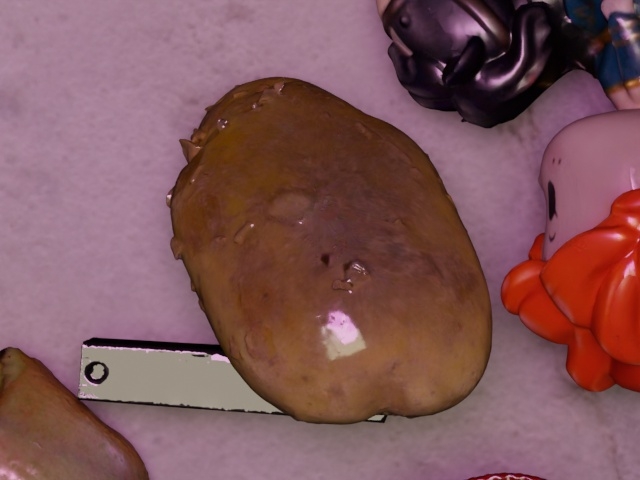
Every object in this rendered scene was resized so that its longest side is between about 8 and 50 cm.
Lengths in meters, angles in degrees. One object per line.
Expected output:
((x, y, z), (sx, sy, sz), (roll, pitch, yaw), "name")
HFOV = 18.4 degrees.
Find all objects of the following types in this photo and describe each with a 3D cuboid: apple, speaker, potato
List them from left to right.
((-0.214, 0.236, 1.395), (0.193, 0.120, 0.265), (32, 92, -12), "apple")
((-0.060, 0.099, 1.412), (0.218, 0.082, 0.044), (4, 90, -2), "speaker")
((0.000, 0.000, 1.350), (0.191, 0.141, 0.296), (-19, 54, -18), "potato")

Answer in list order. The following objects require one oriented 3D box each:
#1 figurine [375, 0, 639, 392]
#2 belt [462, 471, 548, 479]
((0.213, -0.107, 1.363), (0.306, 0.241, 0.412), (-31, 80, -10), "figurine")
((0.102, 0.247, 1.396), (0.201, 0.124, 0.128), (-26, 71, -6), "belt")
